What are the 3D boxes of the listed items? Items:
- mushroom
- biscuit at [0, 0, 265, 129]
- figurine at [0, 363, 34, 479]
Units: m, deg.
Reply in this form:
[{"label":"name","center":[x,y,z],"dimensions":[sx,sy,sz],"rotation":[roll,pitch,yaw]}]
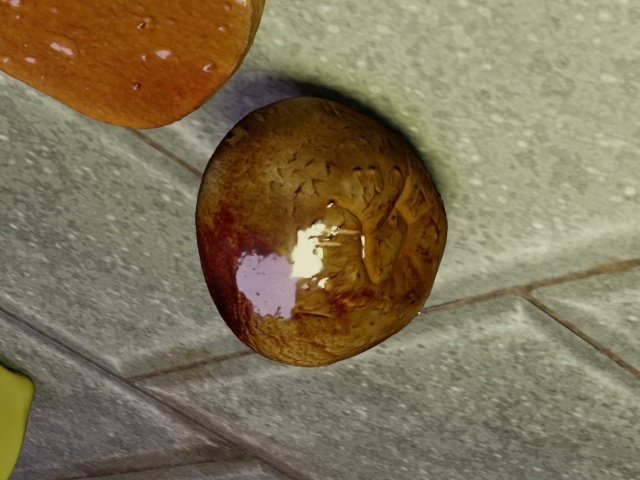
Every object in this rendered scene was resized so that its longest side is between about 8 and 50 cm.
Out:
[{"label":"mushroom","center":[0.011,0.000,1.187],"dimensions":[0.138,0.194,0.231],"rotation":[-3,156,43]},{"label":"biscuit","center":[-0.184,-0.192,1.124],"dimensions":[0.277,0.052,0.262],"rotation":[28,150,-11]},{"label":"figurine","center":[-0.631,0.241,2.105],"dimensions":[0.377,0.266,0.361],"rotation":[-3,140,42]}]
